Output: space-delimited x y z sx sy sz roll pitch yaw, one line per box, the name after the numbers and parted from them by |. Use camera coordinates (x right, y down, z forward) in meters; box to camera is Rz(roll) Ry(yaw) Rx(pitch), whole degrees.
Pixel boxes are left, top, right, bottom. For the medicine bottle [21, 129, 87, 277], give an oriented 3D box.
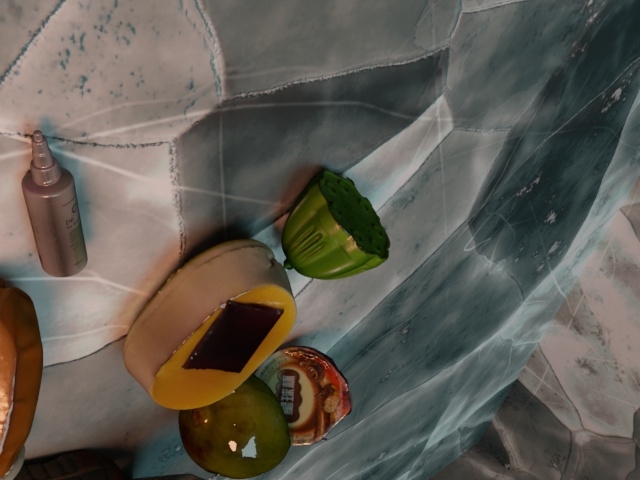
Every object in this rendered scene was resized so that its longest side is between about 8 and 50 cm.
-0.310 -0.043 0.767 0.057 0.057 0.199 -24 142 -31 | medicine bottle

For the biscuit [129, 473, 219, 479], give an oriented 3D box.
-0.340 0.485 1.208 0.309 0.079 0.186 -22 173 42 | biscuit

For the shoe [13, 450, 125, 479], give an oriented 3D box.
-0.457 0.439 1.091 0.291 0.114 0.137 4 119 -49 | shoe

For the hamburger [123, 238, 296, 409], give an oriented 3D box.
-0.175 0.128 1.043 0.295 0.151 0.227 -42 144 9 | hamburger

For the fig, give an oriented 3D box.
-0.148 0.349 1.257 0.225 0.203 0.203 24 108 -39 | fig

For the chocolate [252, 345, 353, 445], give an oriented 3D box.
-0.041 0.325 1.414 0.221 0.221 0.147 -44 171 -4 | chocolate

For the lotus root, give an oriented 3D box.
0.000 0.000 1.109 0.186 0.186 0.186 -30 146 -24 | lotus root

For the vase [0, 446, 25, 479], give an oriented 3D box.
-0.488 0.255 0.871 0.096 0.096 0.219 -36 145 -16 | vase

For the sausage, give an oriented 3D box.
-0.397 0.165 0.788 0.120 0.136 0.241 6 95 -17 | sausage
